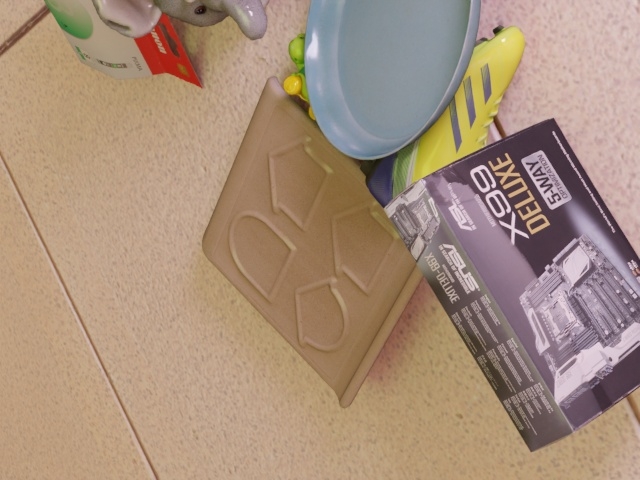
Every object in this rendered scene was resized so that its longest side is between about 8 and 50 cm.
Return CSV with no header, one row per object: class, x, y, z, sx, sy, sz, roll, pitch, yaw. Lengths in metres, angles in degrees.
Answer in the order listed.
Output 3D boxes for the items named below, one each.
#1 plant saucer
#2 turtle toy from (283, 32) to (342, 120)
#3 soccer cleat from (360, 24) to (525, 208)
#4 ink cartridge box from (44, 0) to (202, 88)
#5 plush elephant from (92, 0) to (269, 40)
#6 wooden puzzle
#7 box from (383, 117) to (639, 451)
plant saucer,0.085,-0.247,1.659,0.318,0.044,0.317,-15,71,53
turtle toy,0.003,-0.203,1.816,0.130,0.095,0.066,47,114,18
soccer cleat,0.161,-0.129,1.677,0.121,0.093,0.289,47,128,9
ink cartridge box,-0.285,-0.291,2.024,0.225,0.056,0.181,29,157,35
plush elephant,-0.133,-0.353,1.730,0.330,0.272,0.255,33,140,47
wooden puzzle,0.000,0.000,1.922,0.348,0.080,0.322,48,135,24
box,0.240,0.041,1.572,0.076,0.242,0.307,-38,80,47
